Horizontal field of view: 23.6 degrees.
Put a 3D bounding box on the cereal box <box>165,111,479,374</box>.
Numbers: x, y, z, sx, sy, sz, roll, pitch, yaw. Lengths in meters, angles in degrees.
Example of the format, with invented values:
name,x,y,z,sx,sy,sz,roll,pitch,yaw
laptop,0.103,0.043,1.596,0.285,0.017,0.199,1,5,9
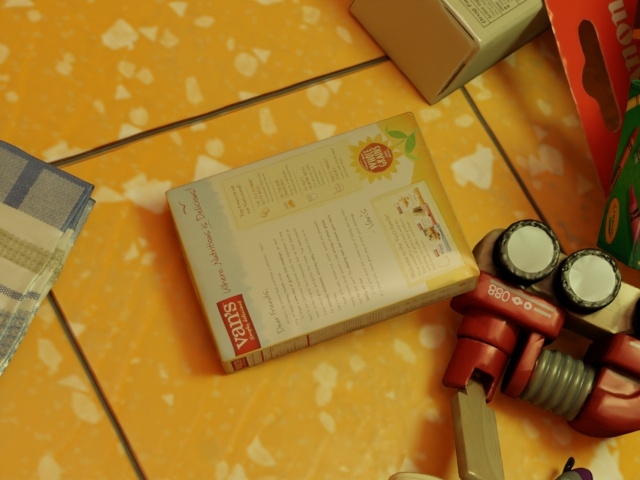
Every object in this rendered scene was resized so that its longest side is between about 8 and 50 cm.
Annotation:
name,x,y,z,sx,sy,sz,roll,pitch,yaw
cereal box,0.000,0.000,1.364,0.240,0.047,0.173,-18,69,-5

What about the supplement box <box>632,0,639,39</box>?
name,x,y,z,sx,sy,sz,roll,pitch,yaw
supplement box,0.419,-0.223,1.512,0.188,0.104,0.081,9,92,-19

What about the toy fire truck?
name,x,y,z,sx,sy,sz,roll,pitch,yaw
toy fire truck,0.208,0.129,1.383,0.217,0.158,0.246,25,77,-1

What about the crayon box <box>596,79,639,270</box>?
name,x,y,z,sx,sy,sz,roll,pitch,yaw
crayon box,0.414,-0.050,1.451,0.278,0.081,0.165,5,104,-17

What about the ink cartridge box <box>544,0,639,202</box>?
name,x,y,z,sx,sy,sz,roll,pitch,yaw
ink cartridge box,0.416,-0.221,1.591,0.385,0.091,0.308,-26,103,-32

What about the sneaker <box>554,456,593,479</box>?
name,x,y,z,sx,sy,sz,roll,pitch,yaw
sneaker,0.284,0.287,1.351,0.223,0.083,0.098,43,52,5

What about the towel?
name,x,y,z,sx,sy,sz,roll,pitch,yaw
towel,-0.330,0.023,1.278,0.209,0.034,0.285,26,55,-4

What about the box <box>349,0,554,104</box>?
name,x,y,z,sx,sy,sz,roll,pitch,yaw
box,0.195,-0.286,1.594,0.311,0.121,0.148,-33,80,-32

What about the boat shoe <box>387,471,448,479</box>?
name,x,y,z,sx,sy,sz,roll,pitch,yaw
boat shoe,0.127,0.258,1.313,0.170,0.063,0.059,29,54,-3
